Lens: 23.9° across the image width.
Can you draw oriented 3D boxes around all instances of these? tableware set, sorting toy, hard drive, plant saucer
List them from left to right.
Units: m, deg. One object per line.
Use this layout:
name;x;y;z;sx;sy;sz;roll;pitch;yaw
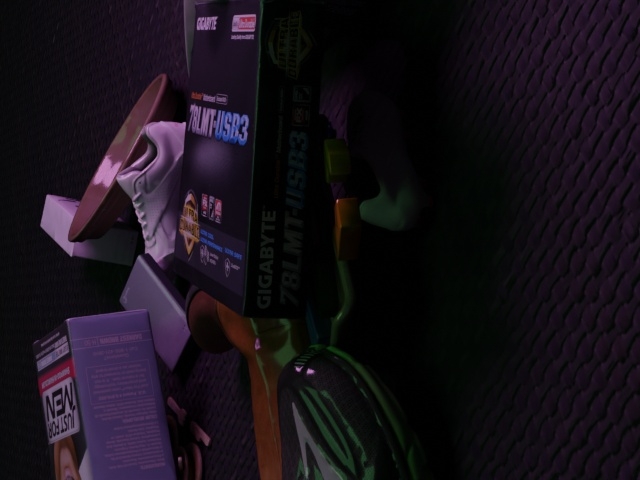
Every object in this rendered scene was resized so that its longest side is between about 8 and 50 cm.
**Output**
plant saucer;-0.280;-0.112;2.175;0.278;0.041;0.278;-54;15;22
hard drive;-0.211;0.095;2.002;0.135;0.022;0.094;50;134;25
tableware set;-0.198;0.287;1.960;0.194;0.039;0.128;-150;70;-65
sorting toy;0.000;0.000;1.448;0.307;0.041;0.229;94;169;-60

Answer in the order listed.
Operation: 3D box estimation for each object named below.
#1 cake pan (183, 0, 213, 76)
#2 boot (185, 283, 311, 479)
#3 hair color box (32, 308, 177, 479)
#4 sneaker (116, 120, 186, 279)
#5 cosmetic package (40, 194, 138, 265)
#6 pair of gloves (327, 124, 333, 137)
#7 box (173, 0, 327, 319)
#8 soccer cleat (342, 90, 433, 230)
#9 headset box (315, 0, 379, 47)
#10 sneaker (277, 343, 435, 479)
cake pan;-0.125;-0.303;1.820;0.293;0.054;0.293;1;-90;-89
boot;-0.059;0.160;1.666;0.264;0.096;0.280;-41;53;48
hair color box;-0.266;0.291;1.924;0.185;0.114;0.374;-30;69;63
sneaker;-0.224;-0.054;2.034;0.090;0.115;0.232;-157;77;-66
cosmetic package;-0.366;-0.019;2.377;0.239;0.099;0.060;-151;71;-65
pair of gloves;-0.033;-0.107;1.728;0.198;0.023;0.159;-103;31;-42
box;-0.074;-0.091;1.491;0.295;0.073;0.293;-155;67;-70
soccer cleat;0.049;-0.084;1.459;0.196;0.076;0.068;-108;35;-46
headset box;0.008;-0.351;1.600;0.293;0.110;0.218;151;123;-62
sneaker;-0.017;0.326;1.316;0.185;0.202;0.482;160;116;-63
